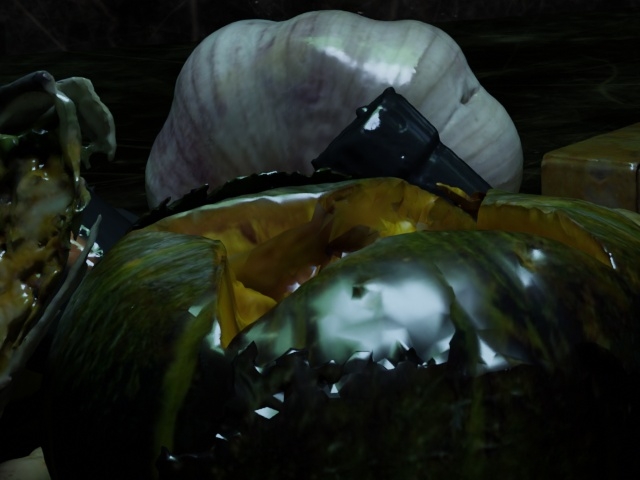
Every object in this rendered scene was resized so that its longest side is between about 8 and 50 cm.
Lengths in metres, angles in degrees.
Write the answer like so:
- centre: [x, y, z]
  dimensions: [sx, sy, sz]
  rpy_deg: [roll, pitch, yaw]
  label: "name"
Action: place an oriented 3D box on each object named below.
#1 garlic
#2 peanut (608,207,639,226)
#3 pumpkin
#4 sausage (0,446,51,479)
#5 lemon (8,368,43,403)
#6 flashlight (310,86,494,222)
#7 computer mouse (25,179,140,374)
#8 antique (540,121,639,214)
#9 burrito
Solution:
- centre: [0.000, 0.000, 1.179]
  dimensions: [0.245, 0.245, 0.253]
  rpy_deg: [-1, 28, 14]
  label: "garlic"
- centre: [0.174, 0.032, 1.240]
  dimensions: [0.108, 0.095, 0.226]
  rpy_deg: [6, 14, 12]
  label: "peanut"
- centre: [0.025, 0.076, 0.908]
  dimensions: [0.320, 0.192, 0.320]
  rpy_deg: [-6, 13, 1]
  label: "pumpkin"
- centre: [-0.155, 0.143, 0.961]
  dimensions: [0.066, 0.065, 0.301]
  rpy_deg: [4, 16, 33]
  label: "sausage"
- centre: [-0.220, 0.054, 1.257]
  dimensions: [0.133, 0.109, 0.109]
  rpy_deg: [1, 14, 4]
  label: "lemon"
- centre: [0.099, 0.013, 1.080]
  dimensions: [0.093, 0.232, 0.093]
  rpy_deg: [-44, 4, 3]
  label: "flashlight"
- centre: [-0.191, 0.000, 1.119]
  dimensions: [0.323, 0.116, 0.183]
  rpy_deg: [18, -9, 14]
  label: "computer mouse"
- centre: [0.293, -0.048, 1.542]
  dimensions: [0.087, 0.093, 0.310]
  rpy_deg: [8, 18, 41]
  label: "antique"
- centre: [-0.199, 0.065, 0.913]
  dimensions: [0.175, 0.107, 0.348]
  rpy_deg: [-56, 5, -34]
  label: "burrito"
